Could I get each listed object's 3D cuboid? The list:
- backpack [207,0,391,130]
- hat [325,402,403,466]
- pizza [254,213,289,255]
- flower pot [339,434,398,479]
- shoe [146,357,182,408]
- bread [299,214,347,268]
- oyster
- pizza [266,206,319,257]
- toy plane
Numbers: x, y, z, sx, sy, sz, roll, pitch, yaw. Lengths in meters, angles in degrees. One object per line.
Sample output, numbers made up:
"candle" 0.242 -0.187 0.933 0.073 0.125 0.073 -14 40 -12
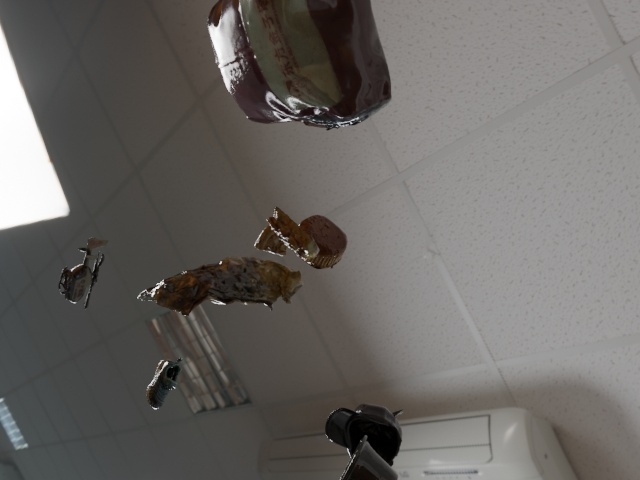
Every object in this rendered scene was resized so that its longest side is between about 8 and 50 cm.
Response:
"backpack" -0.049 -0.306 0.763 0.317 0.197 0.284 8 -59 54
"hat" 0.168 0.670 1.835 0.238 0.209 0.336 -35 -67 24
"pizza" -0.175 0.002 1.979 0.062 0.182 0.161 29 -32 49
"flower pot" 0.137 0.725 1.473 0.148 0.235 0.236 29 -54 13
"shoe" -0.416 0.384 1.328 0.071 0.143 0.064 -17 -52 28
"bread" 0.000 -0.001 1.790 0.199 0.199 0.104 44 -39 16
"oyster" -0.206 0.090 0.989 0.274 0.271 0.101 7 -73 28
"pizza" -0.063 -0.010 1.058 0.134 0.046 0.175 45 -6 -4
"toy plane" -0.355 0.050 0.737 0.031 0.049 0.121 34 -71 39
